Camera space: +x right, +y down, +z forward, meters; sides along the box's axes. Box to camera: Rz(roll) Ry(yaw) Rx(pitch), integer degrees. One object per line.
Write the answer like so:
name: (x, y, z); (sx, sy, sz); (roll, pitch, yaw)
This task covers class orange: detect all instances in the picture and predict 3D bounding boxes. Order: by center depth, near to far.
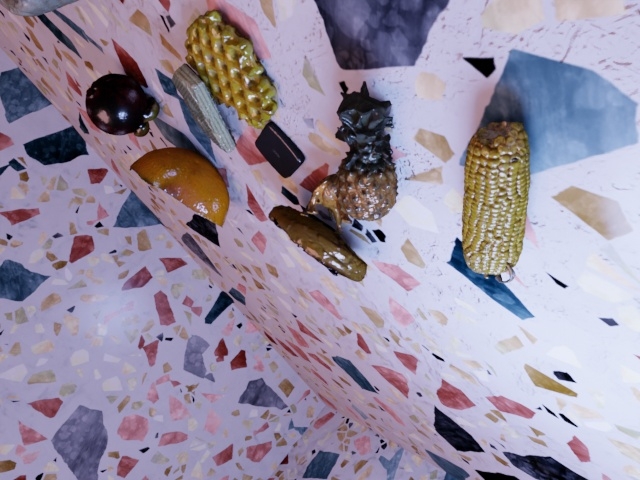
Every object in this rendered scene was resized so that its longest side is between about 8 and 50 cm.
orange: (-0.453, -0.176, 1.440); (0.310, 0.274, 0.274); (3, 160, -14)

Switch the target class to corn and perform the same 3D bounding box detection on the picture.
corn: (0.267, -0.050, 0.682); (0.106, 0.106, 0.293); (25, 150, 37)

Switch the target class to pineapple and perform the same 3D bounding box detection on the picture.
pineapple: (0.084, -0.150, 0.788); (0.128, 0.128, 0.248); (31, 149, 27)

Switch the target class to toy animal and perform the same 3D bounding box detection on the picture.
toy animal: (0.024, -0.091, 1.028); (0.114, 0.116, 0.255); (19, 171, -3)

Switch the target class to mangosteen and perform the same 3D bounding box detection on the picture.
mangosteen: (-0.634, -0.424, 1.396); (0.210, 0.210, 0.210); (35, 155, 19)

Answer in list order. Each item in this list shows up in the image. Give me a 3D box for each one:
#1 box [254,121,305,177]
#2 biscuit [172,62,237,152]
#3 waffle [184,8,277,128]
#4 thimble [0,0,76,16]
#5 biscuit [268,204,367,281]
box: (-0.100, -0.221, 1.080); (0.126, 0.027, 0.125); (48, 153, -7)
biscuit: (-0.299, -0.334, 1.101); (0.150, 0.052, 0.252); (46, 168, 21)
waffle: (-0.202, -0.362, 0.975); (0.291, 0.051, 0.291); (36, 153, 21)
thimble: (-0.730, -0.710, 1.065); (0.291, 0.195, 0.291); (32, 149, 22)
biscuit: (0.002, -0.001, 1.112); (0.296, 0.075, 0.296); (37, -175, -4)
